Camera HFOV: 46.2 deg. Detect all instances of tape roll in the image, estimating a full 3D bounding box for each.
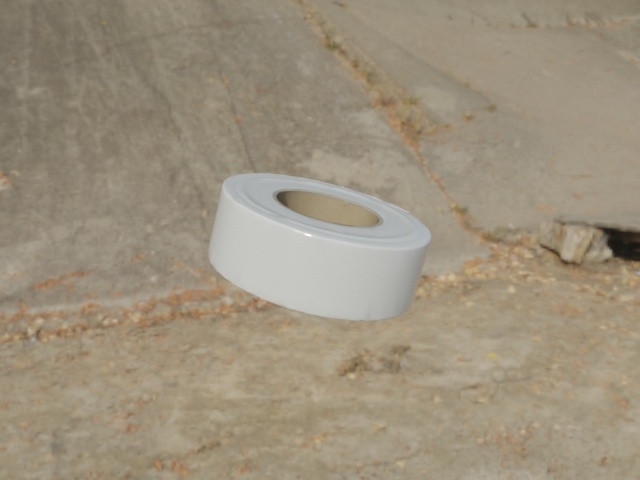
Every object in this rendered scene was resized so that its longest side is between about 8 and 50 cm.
[{"bbox_3d":[0.000,0.000,0.995,0.286,0.100,0.286,13,16,-4],"label":"tape roll"}]
